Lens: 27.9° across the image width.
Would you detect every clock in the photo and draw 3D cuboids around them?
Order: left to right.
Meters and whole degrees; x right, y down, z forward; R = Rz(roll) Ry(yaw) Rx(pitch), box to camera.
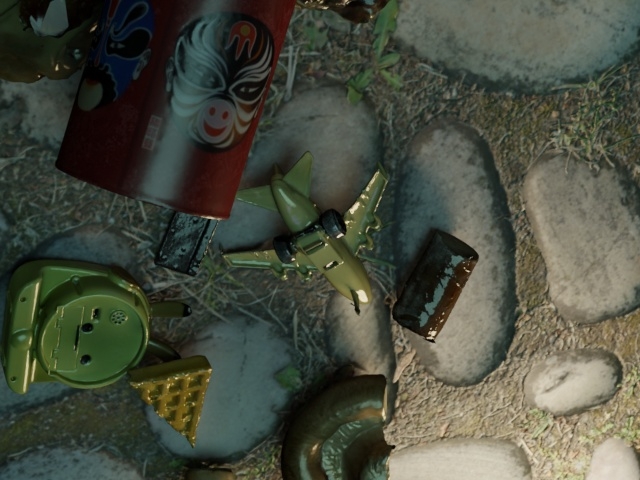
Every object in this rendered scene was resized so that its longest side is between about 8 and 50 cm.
[{"bbox_3d":[-0.284,0.112,1.641,0.232,0.069,0.170,2,115,-21],"label":"clock"}]

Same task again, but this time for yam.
[{"bbox_3d":[0.158,0.064,1.777,0.079,0.079,0.141,22,105,-28],"label":"yam"}]

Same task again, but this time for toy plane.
[{"bbox_3d":[0.000,0.000,1.679,0.242,0.104,0.256,-29,116,13],"label":"toy plane"}]

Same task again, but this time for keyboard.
[{"bbox_3d":[-0.150,-0.046,1.643,0.060,0.018,0.195,19,108,-20],"label":"keyboard"}]

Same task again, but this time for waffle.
[{"bbox_3d":[-0.212,0.230,1.715,0.125,0.032,0.191,-12,140,-28],"label":"waffle"}]

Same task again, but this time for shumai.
[{"bbox_3d":[-0.310,-0.255,1.416,0.201,0.120,0.201,-9,117,-19],"label":"shumai"}]

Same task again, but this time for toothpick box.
[{"bbox_3d":[-0.145,-0.210,1.401,0.204,0.204,0.333,16,95,-26],"label":"toothpick box"}]

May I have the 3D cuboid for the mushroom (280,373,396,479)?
[{"bbox_3d":[0.020,0.323,1.825,0.151,0.156,0.286,0,104,-7],"label":"mushroom"}]

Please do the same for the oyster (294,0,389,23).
[{"bbox_3d":[0.067,-0.366,1.513,0.275,0.100,0.271,23,121,-33],"label":"oyster"}]

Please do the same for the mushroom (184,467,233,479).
[{"bbox_3d":[-0.177,0.432,1.799,0.206,0.209,0.206,-11,149,-7],"label":"mushroom"}]
